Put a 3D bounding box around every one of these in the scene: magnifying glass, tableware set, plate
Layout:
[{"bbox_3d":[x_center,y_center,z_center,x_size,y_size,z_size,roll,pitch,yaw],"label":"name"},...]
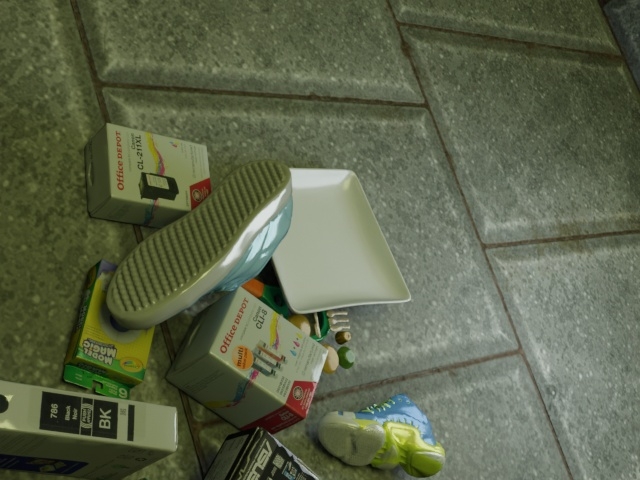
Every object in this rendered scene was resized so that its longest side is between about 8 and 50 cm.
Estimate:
[{"bbox_3d":[-0.078,0.094,1.479,0.231,0.026,0.092,32,49,-26],"label":"magnifying glass"},{"bbox_3d":[-0.008,0.166,1.471,0.154,0.024,0.104,0,73,-42],"label":"tableware set"},{"bbox_3d":[0.000,0.000,1.566,0.278,0.045,0.277,-2,61,-43],"label":"plate"}]

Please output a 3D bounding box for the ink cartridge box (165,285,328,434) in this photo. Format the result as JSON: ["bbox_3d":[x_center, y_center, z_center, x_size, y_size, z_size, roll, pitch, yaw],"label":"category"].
[{"bbox_3d":[-0.106,0.179,1.329,0.176,0.127,0.128,37,48,-18],"label":"ink cartridge box"}]

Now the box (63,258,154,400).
[{"bbox_3d":[-0.286,0.125,1.265,0.105,0.043,0.179,27,53,-28],"label":"box"}]

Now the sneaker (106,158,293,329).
[{"bbox_3d":[-0.151,0.035,1.331,0.366,0.135,0.150,-42,139,-35],"label":"sneaker"}]

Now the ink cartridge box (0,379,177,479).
[{"bbox_3d":[-0.350,0.220,1.064,0.332,0.165,0.065,16,57,-36],"label":"ink cartridge box"}]

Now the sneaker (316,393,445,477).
[{"bbox_3d":[0.091,0.300,1.479,0.240,0.091,0.126,27,33,-27],"label":"sneaker"}]

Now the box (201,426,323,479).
[{"bbox_3d":[-0.076,0.491,1.169,0.318,0.097,0.395,43,50,-16],"label":"box"}]

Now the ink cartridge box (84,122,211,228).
[{"bbox_3d":[-0.259,-0.092,1.390,0.175,0.072,0.127,10,61,-38],"label":"ink cartridge box"}]

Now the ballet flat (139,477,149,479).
[{"bbox_3d":[-0.209,0.365,1.198,0.114,0.041,0.041,52,44,-4],"label":"ballet flat"}]
